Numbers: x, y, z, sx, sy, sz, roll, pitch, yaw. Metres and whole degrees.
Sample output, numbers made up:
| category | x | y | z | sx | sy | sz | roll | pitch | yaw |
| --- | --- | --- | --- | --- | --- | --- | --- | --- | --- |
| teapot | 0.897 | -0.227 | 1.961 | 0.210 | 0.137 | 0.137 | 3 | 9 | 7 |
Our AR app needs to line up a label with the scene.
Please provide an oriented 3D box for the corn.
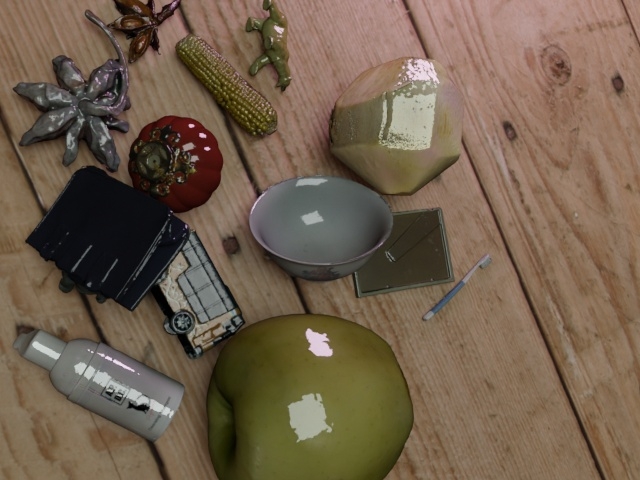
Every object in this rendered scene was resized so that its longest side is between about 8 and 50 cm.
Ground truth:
| category | x | y | z | sx | sy | sz | roll | pitch | yaw |
| --- | --- | --- | --- | --- | --- | --- | --- | --- | --- |
| corn | -0.228 | -0.381 | 1.829 | 0.320 | 0.097 | 0.097 | 45 | 71 | -8 |

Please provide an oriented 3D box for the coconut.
| category | x | y | z | sx | sy | sz | roll | pitch | yaw |
| --- | --- | --- | --- | --- | --- | --- | --- | --- | --- |
| coconut | 0.191 | -0.276 | 1.851 | 0.353 | 0.353 | 0.352 | 2 | 83 | -20 |

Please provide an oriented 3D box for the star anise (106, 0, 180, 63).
| category | x | y | z | sx | sy | sz | roll | pitch | yaw |
| --- | --- | --- | --- | --- | --- | --- | --- | --- | --- |
| star anise | -0.439 | -0.532 | 1.788 | 0.157 | 0.053 | 0.212 | 23 | 78 | -16 |

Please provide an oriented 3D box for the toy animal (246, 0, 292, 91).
| category | x | y | z | sx | sy | sz | roll | pitch | yaw |
| --- | --- | --- | --- | --- | --- | --- | --- | --- | --- |
| toy animal | -0.119 | -0.498 | 1.890 | 0.101 | 0.103 | 0.218 | 4 | 77 | -43 |

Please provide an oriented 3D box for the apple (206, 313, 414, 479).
| category | x | y | z | sx | sy | sz | roll | pitch | yaw |
| --- | --- | --- | --- | --- | --- | --- | --- | --- | --- |
| apple | -0.026 | 0.383 | 1.632 | 0.474 | 0.474 | 0.473 | 2 | 83 | -20 |

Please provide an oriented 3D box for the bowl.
| category | x | y | z | sx | sy | sz | roll | pitch | yaw |
| --- | --- | --- | --- | --- | --- | --- | --- | --- | --- |
| bowl | 0.000 | 0.000 | 1.801 | 0.346 | 0.345 | 0.157 | -16 | 132 | -21 |

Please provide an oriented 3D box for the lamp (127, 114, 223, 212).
| category | x | y | z | sx | sy | sz | roll | pitch | yaw |
| --- | --- | --- | --- | --- | --- | --- | --- | --- | --- |
| lamp | -0.330 | -0.175 | 1.708 | 0.227 | 0.227 | 0.226 | 2 | 83 | -20 |

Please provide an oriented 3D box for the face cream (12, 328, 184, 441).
| category | x | y | z | sx | sy | sz | roll | pitch | yaw |
| --- | --- | --- | --- | --- | --- | --- | --- | --- | --- |
| face cream | -0.494 | 0.298 | 1.621 | 0.370 | 0.145 | 0.145 | 30 | 75 | -15 |

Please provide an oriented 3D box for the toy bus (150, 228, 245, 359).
| category | x | y | z | sx | sy | sz | roll | pitch | yaw |
| --- | --- | --- | --- | --- | --- | --- | --- | --- | --- |
| toy bus | -0.304 | 0.124 | 1.717 | 0.167 | 0.138 | 0.275 | -28 | 91 | -22 |

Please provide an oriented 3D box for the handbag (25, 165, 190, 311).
| category | x | y | z | sx | sy | sz | roll | pitch | yaw |
| --- | --- | --- | --- | --- | --- | --- | --- | --- | --- |
| handbag | -0.467 | 0.009 | 1.602 | 0.269 | 0.326 | 0.118 | -55 | 146 | -13 |

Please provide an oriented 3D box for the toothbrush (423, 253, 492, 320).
| category | x | y | z | sx | sy | sz | roll | pitch | yaw |
| --- | --- | --- | --- | --- | --- | --- | --- | --- | --- |
| toothbrush | 0.377 | 0.131 | 2.022 | 0.276 | 0.019 | 0.025 | -42 | 106 | -19 |

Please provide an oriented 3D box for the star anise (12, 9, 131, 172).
| category | x | y | z | sx | sy | sz | roll | pitch | yaw |
| --- | --- | --- | --- | --- | --- | --- | --- | --- | --- |
| star anise | -0.550 | -0.320 | 1.679 | 0.316 | 0.139 | 0.359 | -34 | 96 | -27 |

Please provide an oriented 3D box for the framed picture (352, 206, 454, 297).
| category | x | y | z | sx | sy | sz | roll | pitch | yaw |
| --- | --- | --- | --- | --- | --- | --- | --- | --- | --- |
| framed picture | 0.213 | 0.027 | 1.975 | 0.290 | 0.020 | 0.211 | -8 | 87 | -20 |
